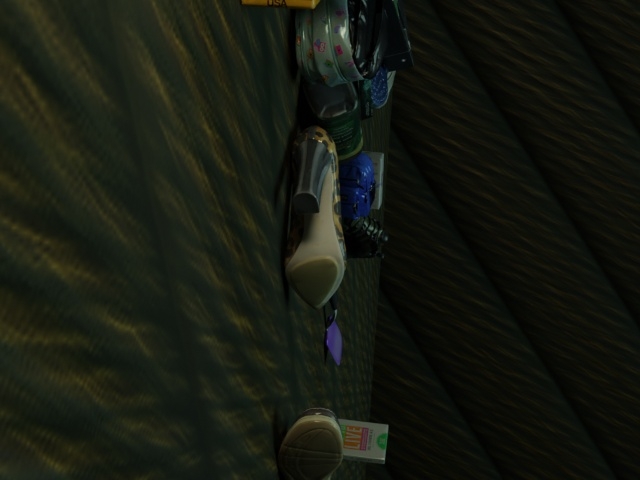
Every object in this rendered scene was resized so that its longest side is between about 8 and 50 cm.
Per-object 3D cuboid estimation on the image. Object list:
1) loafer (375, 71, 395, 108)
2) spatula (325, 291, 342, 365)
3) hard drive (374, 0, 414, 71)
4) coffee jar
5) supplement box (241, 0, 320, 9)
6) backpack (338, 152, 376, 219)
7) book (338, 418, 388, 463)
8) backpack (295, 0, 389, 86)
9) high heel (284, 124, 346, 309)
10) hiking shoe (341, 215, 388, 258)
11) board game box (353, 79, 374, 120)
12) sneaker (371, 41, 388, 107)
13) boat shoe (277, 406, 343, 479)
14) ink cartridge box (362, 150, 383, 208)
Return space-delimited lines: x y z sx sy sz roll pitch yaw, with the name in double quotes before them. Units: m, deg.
"loafer" 0.151 -0.476 2.079 0.111 0.111 0.320 98 0 -69
"spatula" 0.024 0.151 1.800 0.297 0.030 0.084 85 11 -49
"hard drive" 0.100 -0.487 1.549 0.339 0.064 0.237 48 32 -69
"coffee jar" 0.022 -0.194 1.358 0.184 0.079 0.096 72 -4 -69
"supplement box" -0.035 -0.345 0.883 0.104 0.080 0.188 -70 163 -62
"backpack" 0.057 -0.107 1.643 0.101 0.097 0.120 -70 164 -51
"book" 0.080 0.463 1.967 0.096 0.144 0.035 -78 169 -49
"backpack" 0.026 -0.308 1.213 0.152 0.115 0.182 28 59 -60
"high heel" -0.003 -0.035 1.290 0.186 0.093 0.261 -83 173 -46
"hiking shoe" 0.097 -0.035 1.914 0.227 0.114 0.086 82 14 -58
"board game box" 0.040 -0.302 1.372 0.126 0.026 0.186 80 -10 -64
"sneaker" 0.077 -0.319 1.658 0.232 0.090 0.081 -79 147 -52
"boat shoe" -0.015 0.342 1.391 0.285 0.102 0.092 92 2 -48
"ink cartridge box" 0.097 -0.139 1.949 0.052 0.088 0.123 -60 153 -66
